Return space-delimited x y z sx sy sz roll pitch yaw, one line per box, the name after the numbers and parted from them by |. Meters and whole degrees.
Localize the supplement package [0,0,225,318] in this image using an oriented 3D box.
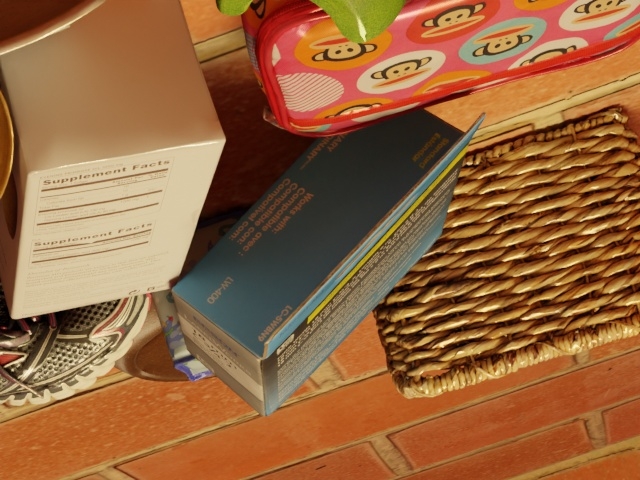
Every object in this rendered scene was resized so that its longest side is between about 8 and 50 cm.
-0.166 -0.061 1.160 0.134 0.139 0.244 -11 158 -18 | supplement package

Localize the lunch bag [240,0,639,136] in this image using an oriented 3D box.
0.088 -0.172 1.127 0.293 0.120 0.258 -16 163 -1 | lunch bag

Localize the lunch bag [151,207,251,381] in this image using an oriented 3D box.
-0.076 0.044 1.512 0.151 0.128 0.096 -21 164 4 | lunch bag

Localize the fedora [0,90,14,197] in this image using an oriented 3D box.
-0.287 -0.052 1.004 0.194 0.079 0.194 2 119 4 | fedora

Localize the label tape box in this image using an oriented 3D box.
0.000 0.000 1.310 0.240 0.106 0.333 -46 170 -13 | label tape box

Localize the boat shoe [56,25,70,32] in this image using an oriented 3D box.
-0.211 -0.167 0.940 0.081 0.079 0.227 -22 162 1 | boat shoe

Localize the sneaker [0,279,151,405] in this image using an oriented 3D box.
-0.274 0.078 1.261 0.299 0.120 0.112 -21 162 -11 | sneaker

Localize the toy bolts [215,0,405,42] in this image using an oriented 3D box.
-0.055 -0.235 0.833 0.229 0.218 0.158 11 145 11 | toy bolts

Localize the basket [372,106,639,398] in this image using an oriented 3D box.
0.195 0.042 1.592 0.299 0.223 0.213 -18 159 0 | basket

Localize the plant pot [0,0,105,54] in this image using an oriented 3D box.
-0.182 -0.215 0.641 0.284 0.284 0.191 -12 -166 -13 | plant pot

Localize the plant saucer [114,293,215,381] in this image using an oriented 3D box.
-0.093 0.082 1.713 0.311 0.050 0.310 -14 160 -5 | plant saucer
